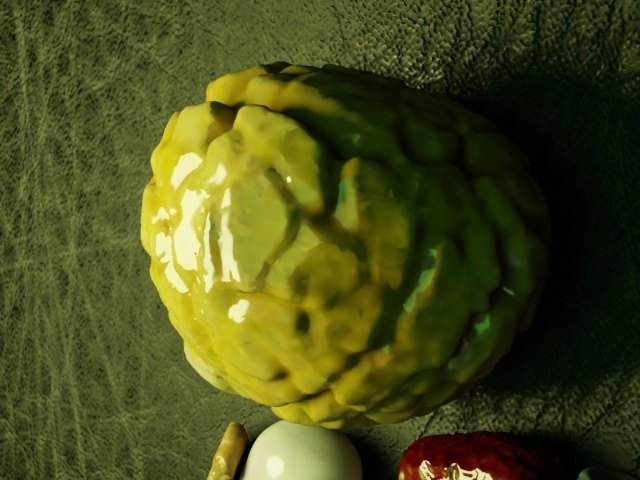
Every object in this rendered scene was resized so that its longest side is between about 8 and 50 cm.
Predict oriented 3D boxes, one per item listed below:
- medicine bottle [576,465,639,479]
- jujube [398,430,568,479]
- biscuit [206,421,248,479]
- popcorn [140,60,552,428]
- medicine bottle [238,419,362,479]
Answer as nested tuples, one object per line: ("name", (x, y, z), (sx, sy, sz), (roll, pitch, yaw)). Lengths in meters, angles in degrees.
("medicine bottle", (0.255, 0.323, 1.535), (0.083, 0.083, 0.203), (26, 107, 31))
("jujube", (0.158, 0.236, 1.579), (0.176, 0.112, 0.109), (2, 56, 43))
("biscuit", (-0.118, 0.286, 1.773), (0.033, 0.144, 0.224), (22, 122, 0))
("popcorn", (0.015, 0.009, 1.527), (0.390, 0.354, 0.344), (19, 94, 31))
("medicine bottle", (-0.056, 0.349, 1.730), (0.130, 0.130, 0.341), (32, 111, 29))
